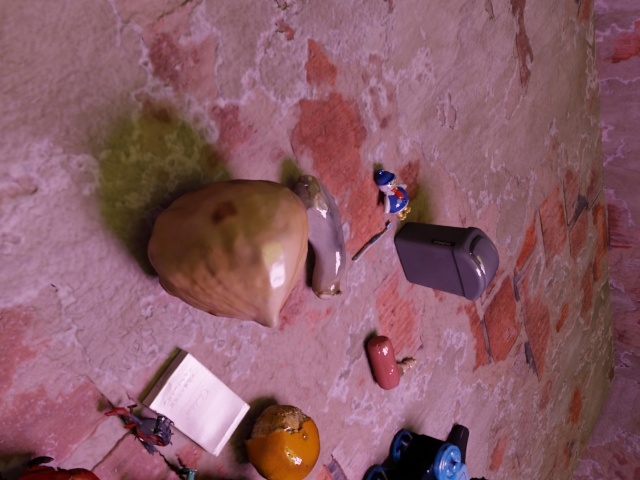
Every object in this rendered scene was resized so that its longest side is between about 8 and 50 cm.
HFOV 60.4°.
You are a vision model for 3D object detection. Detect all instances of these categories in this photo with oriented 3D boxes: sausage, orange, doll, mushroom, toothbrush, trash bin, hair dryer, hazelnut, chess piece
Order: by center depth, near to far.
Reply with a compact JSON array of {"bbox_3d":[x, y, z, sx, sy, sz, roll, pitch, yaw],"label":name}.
[{"bbox_3d":[-0.119,0.023,0.844,0.261,0.261,0.241,13,58,-49],"label":"hazelnut"},{"bbox_3d":[-0.076,0.399,1.079,0.156,0.134,0.157,45,24,-27],"label":"orange"},{"bbox_3d":[0.001,-0.002,1.098,0.096,0.099,0.278,-37,127,-31],"label":"mushroom"},{"bbox_3d":[0.168,-0.112,1.291,0.099,0.057,0.143,-52,127,-26],"label":"doll"},{"bbox_3d":[0.125,0.004,1.298,0.162,0.014,0.017,-44,143,-33],"label":"toothbrush"},{"bbox_3d":[0.314,0.047,1.349,0.101,0.236,0.177,-48,131,-30],"label":"trash bin"},{"bbox_3d":[0.158,0.305,1.363,0.062,0.062,0.154,-40,126,-36],"label":"sausage"},{"bbox_3d":[0.233,0.336,1.479,0.092,0.035,0.035,-10,106,-51],"label":"chess piece"},{"bbox_3d":[0.463,0.681,1.597,0.120,0.359,0.304,42,56,-13],"label":"hair dryer"}]

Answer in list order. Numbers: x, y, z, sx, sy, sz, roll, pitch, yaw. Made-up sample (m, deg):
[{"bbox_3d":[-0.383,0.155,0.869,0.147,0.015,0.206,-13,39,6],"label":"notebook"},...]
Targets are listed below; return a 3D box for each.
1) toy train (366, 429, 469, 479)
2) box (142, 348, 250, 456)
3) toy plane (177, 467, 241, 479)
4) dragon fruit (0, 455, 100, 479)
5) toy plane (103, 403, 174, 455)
[{"bbox_3d":[0.268,0.676,1.465,0.300,0.187,0.265,-36,116,-41],"label":"toy train"},{"bbox_3d":[-0.213,0.289,0.967,0.109,0.029,0.198,-55,133,-25],"label":"box"},{"bbox_3d":[-0.147,0.471,0.980,0.381,0.155,0.107,26,54,-28],"label":"toy plane"},{"bbox_3d":[-0.334,0.419,0.712,0.307,0.227,0.243,8,97,-52],"label":"dragon fruit"},{"bbox_3d":[-0.280,0.297,0.876,0.037,0.060,0.145,-95,162,-45],"label":"toy plane"}]
